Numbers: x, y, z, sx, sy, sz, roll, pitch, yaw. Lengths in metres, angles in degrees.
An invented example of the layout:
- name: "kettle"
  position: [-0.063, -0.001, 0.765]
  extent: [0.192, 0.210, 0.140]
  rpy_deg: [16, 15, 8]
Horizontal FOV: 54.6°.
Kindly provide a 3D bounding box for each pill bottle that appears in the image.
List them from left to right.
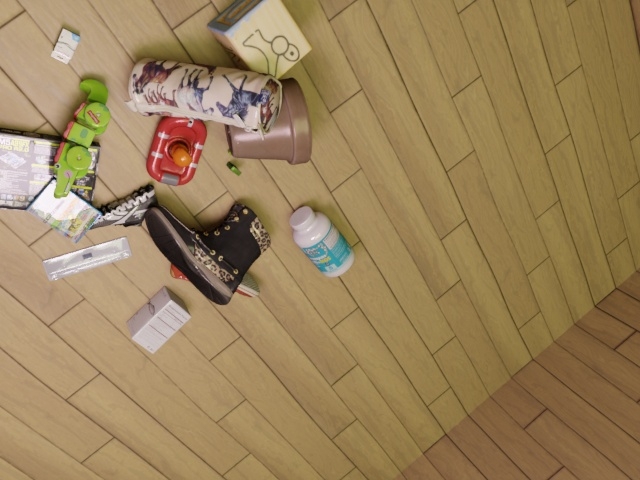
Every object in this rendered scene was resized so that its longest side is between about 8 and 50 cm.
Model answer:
- name: "pill bottle"
  position: [0.000, 0.000, 2.182]
  extent: [0.146, 0.146, 0.264]
  rpy_deg: [-42, 124, -3]

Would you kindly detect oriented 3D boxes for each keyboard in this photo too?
- name: "keyboard"
  position: [-0.719, 0.055, 1.922]
  extent: [0.255, 0.014, 0.072]
  rpy_deg: [-18, 115, -19]

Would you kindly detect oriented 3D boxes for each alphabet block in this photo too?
- name: "alphabet block"
  position: [-0.175, -0.585, 1.785]
  extent: [0.192, 0.193, 0.197]
  rpy_deg: [-40, 125, -3]

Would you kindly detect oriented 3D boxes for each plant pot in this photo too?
- name: "plant pot"
  position: [-0.169, -0.345, 1.878]
  extent: [0.229, 0.263, 0.263]
  rpy_deg: [-12, 119, -12]

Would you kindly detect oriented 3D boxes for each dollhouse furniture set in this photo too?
- name: "dollhouse furniture set"
  position: [-0.240, -0.285, 1.976]
  extent: [0.076, 0.058, 0.152]
  rpy_deg: [36, 94, -35]

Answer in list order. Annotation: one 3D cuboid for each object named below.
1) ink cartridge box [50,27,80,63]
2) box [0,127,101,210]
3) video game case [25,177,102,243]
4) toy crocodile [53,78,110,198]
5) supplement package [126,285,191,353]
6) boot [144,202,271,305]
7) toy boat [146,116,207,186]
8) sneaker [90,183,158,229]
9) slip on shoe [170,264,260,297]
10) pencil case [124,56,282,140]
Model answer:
- name: "ink cartridge box"
  position: [-0.680, -0.517, 1.656]
  extent: [0.048, 0.028, 0.083]
  rpy_deg: [21, 103, -33]
- name: "box"
  position: [-0.774, -0.188, 1.747]
  extent: [0.269, 0.060, 0.217]
  rpy_deg: [4, 110, -29]
- name: "video game case"
  position: [-0.728, -0.082, 1.768]
  extent: [0.119, 0.015, 0.166]
  rpy_deg: [-48, 121, 1]
- name: "toy crocodile"
  position: [-0.651, -0.273, 1.675]
  extent: [0.105, 0.115, 0.341]
  rpy_deg: [23, 77, -21]
- name: "supplement package"
  position: [-0.535, 0.262, 2.056]
  extent: [0.179, 0.105, 0.105]
  rpy_deg: [-44, 125, -3]
- name: "boot"
  position: [-0.344, -0.018, 1.965]
  extent: [0.377, 0.138, 0.284]
  rpy_deg: [49, 56, -14]
- name: "toy boat"
  position: [-0.417, -0.263, 1.838]
  extent: [0.150, 0.151, 0.231]
  rpy_deg: [12, 107, -31]
- name: "sneaker"
  position: [-0.593, -0.074, 1.883]
  extent: [0.234, 0.078, 0.106]
  rpy_deg: [-29, 121, -15]
- name: "slip on shoe"
  position: [-0.353, 0.124, 2.086]
  extent: [0.331, 0.123, 0.101]
  rpy_deg: [23, 115, -30]
- name: "pencil case"
  position: [-0.320, -0.397, 1.712]
  extent: [0.409, 0.184, 0.160]
  rpy_deg: [10, 143, 8]
